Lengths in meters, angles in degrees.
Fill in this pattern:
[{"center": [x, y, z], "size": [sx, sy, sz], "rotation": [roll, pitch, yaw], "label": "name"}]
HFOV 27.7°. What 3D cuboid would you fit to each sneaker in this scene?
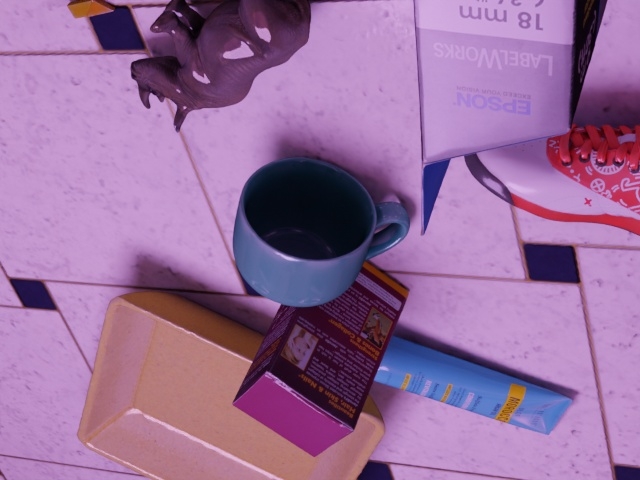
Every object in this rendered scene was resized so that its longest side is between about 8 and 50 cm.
[{"center": [0.263, -0.072, 1.060], "size": [0.270, 0.090, 0.145], "rotation": [21, 138, 1], "label": "sneaker"}]

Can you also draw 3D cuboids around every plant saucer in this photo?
[{"center": [-0.106, 0.202, 1.540], "size": [0.332, 0.081, 0.333], "rotation": [25, 139, 1], "label": "plant saucer"}]

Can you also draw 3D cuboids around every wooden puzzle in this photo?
[{"center": [-0.217, -0.250, 1.177], "size": [0.078, 0.014, 0.116], "rotation": [4, 134, 24], "label": "wooden puzzle"}]

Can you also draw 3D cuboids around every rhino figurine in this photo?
[{"center": [-0.098, -0.170, 1.155], "size": [0.106, 0.073, 0.243], "rotation": [43, 138, -14], "label": "rhino figurine"}]

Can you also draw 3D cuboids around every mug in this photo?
[{"center": [-0.007, 0.004, 1.244], "size": [0.157, 0.129, 0.097], "rotation": [23, 140, 5], "label": "mug"}]

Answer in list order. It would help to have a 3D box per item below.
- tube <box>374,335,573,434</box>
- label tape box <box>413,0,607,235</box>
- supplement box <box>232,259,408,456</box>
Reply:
[{"center": [0.159, 0.156, 1.386], "size": [0.207, 0.052, 0.080], "rotation": [18, 149, 0], "label": "tube"}, {"center": [0.136, -0.193, 0.837], "size": [0.105, 0.241, 0.334], "rotation": [9, 137, 17], "label": "label tape box"}, {"center": [0.003, 0.106, 1.299], "size": [0.104, 0.188, 0.081], "rotation": [35, 139, -10], "label": "supplement box"}]
